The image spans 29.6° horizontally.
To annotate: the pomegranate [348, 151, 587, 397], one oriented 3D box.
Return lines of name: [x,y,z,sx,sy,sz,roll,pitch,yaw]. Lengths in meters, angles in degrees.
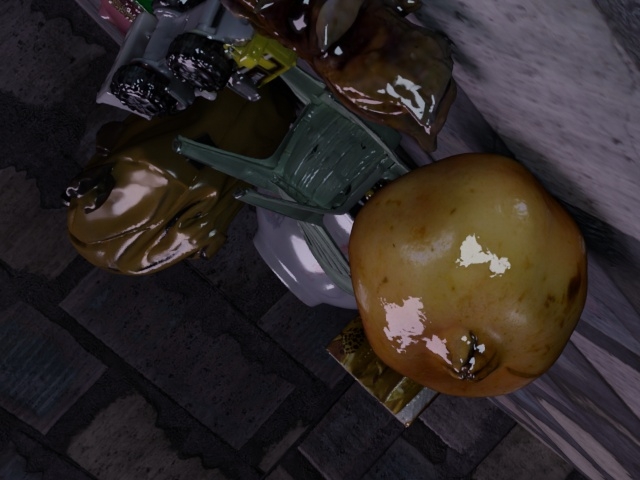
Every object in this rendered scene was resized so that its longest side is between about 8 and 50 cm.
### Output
pomegranate: [0.120,0.026,1.018,0.209,0.209,0.209,43,176,3]

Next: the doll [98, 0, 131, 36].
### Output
doll: [-0.244,-0.318,1.724,0.211,0.093,0.262,35,176,-22]

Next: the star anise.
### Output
star anise: [0.019,-0.157,0.868,0.220,0.099,0.214,39,-170,-3]

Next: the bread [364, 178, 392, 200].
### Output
bread: [0.066,-0.078,1.519,0.088,0.049,0.226,43,177,0]

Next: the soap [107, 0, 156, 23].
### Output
soap: [-0.221,-0.322,1.430,0.273,0.098,0.218,42,176,4]

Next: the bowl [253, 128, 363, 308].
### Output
bowl: [0.000,0.000,1.855,0.345,0.157,0.345,48,-175,-6]

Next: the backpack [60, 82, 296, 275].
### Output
backpack: [-0.219,-0.097,1.689,0.201,0.353,0.378,46,135,-18]

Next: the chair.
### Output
chair: [-0.008,-0.071,1.314,0.274,0.190,0.203,30,-174,-44]

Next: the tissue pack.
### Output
tissue pack: [0.138,0.122,1.654,0.092,0.226,0.183,44,177,-34]

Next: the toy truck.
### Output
toy truck: [-0.117,-0.185,1.174,0.111,0.136,0.286,31,160,-27]
